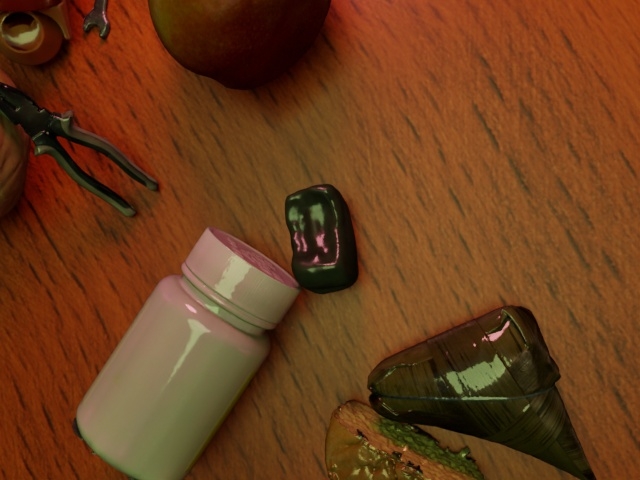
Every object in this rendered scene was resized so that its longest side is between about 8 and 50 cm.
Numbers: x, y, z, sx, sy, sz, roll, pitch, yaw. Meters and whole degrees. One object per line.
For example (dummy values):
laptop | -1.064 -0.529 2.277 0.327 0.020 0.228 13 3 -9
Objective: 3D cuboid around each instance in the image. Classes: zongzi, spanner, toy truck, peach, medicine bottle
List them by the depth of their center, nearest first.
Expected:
zongzi | 0.249 0.280 1.107 0.286 0.138 0.300 -26 84 11
peach | -0.128 -0.402 1.134 0.307 0.308 0.333 6 91 11
medicine bottle | -0.209 0.183 1.155 0.213 0.213 0.379 35 94 10
spanner | -0.417 -0.159 1.205 0.325 0.040 0.096 39 93 -31
toy truck | -0.530 -0.461 1.279 0.188 0.239 0.265 -4 54 -12
spanner | -0.395 -0.499 1.326 0.054 0.015 0.255 9 89 11

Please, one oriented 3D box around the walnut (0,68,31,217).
walnut | -0.631 -0.176 1.231 0.251 0.277 0.313 3 79 -26

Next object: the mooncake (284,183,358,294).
mooncake | 0.000 0.000 1.150 0.104 0.175 0.169 -8 128 7

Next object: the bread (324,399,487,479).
bread | 0.116 0.371 1.120 0.260 0.160 0.147 24 100 8
